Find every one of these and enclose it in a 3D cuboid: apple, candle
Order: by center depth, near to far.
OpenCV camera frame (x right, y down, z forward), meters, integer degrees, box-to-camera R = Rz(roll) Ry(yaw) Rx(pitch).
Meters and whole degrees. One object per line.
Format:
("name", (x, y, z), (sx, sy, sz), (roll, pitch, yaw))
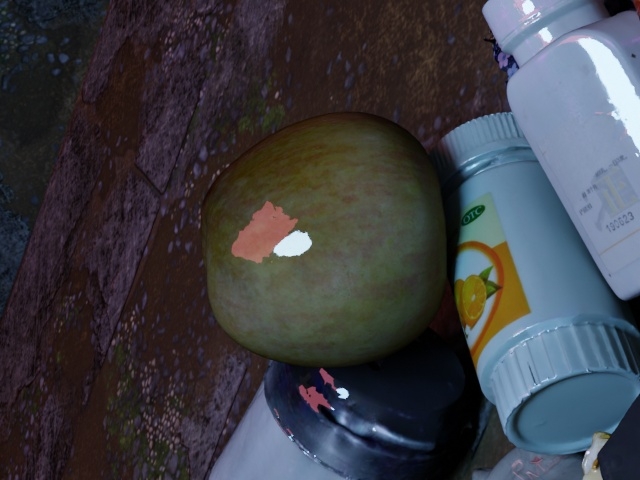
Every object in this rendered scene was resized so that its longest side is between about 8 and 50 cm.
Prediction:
("apple", (0.000, 0.000, 1.588), (0.257, 0.234, 0.256), (177, 90, -86))
("candle", (0.006, 0.243, 1.774), (0.342, 0.221, 0.221), (-62, 32, 31))

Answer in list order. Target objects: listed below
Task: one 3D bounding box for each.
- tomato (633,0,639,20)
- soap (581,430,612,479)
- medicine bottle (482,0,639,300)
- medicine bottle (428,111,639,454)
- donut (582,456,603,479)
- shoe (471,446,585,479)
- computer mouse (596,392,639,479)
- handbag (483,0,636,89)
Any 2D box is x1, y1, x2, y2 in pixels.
("tomato", (0.373, -0.236, 1.379), (0.200, 0.139, 0.233), (-6, 75, 24))
("soap", (0.310, 0.305, 1.334), (0.315, 0.091, 0.199), (30, 106, 59))
("medicine bottle", (0.259, -0.105, 1.444), (0.296, 0.111, 0.161), (60, 145, 8))
("medicine bottle", (0.205, 0.040, 1.559), (0.158, 0.158, 0.318), (-53, 37, 37))
("donut", (0.227, 0.266, 1.338), (0.166, 0.065, 0.108), (-61, 33, 26))
("shoe", (0.208, 0.221, 1.556), (0.195, 0.079, 0.078), (169, 98, -64))
("computer mouse", (0.337, 0.132, 1.309), (0.137, 0.086, 0.269), (21, 68, 39))
("handbag", (0.274, -0.195, 1.566), (0.229, 0.127, 0.207), (44, 127, 42))
